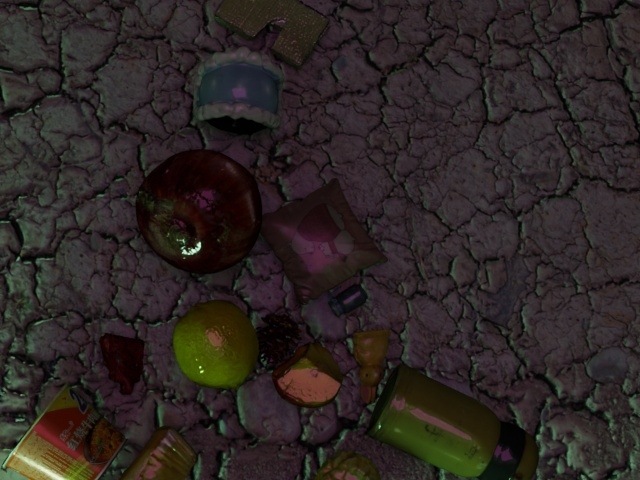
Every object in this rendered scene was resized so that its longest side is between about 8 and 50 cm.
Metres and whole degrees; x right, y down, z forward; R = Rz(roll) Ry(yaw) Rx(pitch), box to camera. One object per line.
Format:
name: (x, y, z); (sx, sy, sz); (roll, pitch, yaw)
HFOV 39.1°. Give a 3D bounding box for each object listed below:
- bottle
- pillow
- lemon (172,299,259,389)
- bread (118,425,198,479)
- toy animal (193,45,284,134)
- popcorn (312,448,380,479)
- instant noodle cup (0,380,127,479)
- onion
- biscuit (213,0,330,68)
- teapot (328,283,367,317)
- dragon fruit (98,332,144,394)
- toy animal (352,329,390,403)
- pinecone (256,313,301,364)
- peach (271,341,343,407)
bottle: (0.288, 0.408, 1.894); (0.351, 0.171, 0.171); (26, 77, -1)
pillow: (0.000, 0.000, 2.003); (0.223, 0.084, 0.236); (-31, 83, -12)
lemon: (-0.218, 0.222, 1.890); (0.178, 0.178, 0.203); (-25, 93, -9)
bread: (-0.361, 0.516, 1.825); (0.119, 0.152, 0.288); (34, 77, -2)
toy animal: (-0.183, -0.343, 2.033); (0.208, 0.156, 0.204); (7, 80, -7)
popcorn: (0.033, 0.522, 1.847); (0.195, 0.173, 0.168); (-5, 110, -6)
instant noodle cup: (-0.507, 0.419, 1.817); (0.174, 0.213, 0.213); (38, 77, -4)
onion: (-0.259, -0.058, 1.913); (0.276, 0.276, 0.276); (1, 77, -4)
biscuit: (-0.115, -0.520, 2.132); (0.250, 0.046, 0.147); (30, 78, 2)
teapot: (0.060, 0.130, 1.988); (0.083, 0.063, 0.049); (-32, 62, -10)
dragon fruit: (-0.431, 0.262, 1.920); (0.097, 0.063, 0.131); (3, 77, -4)
toy animal: (0.114, 0.275, 1.961); (0.083, 0.070, 0.159); (-1, 82, -6)
pinecone: (-0.094, 0.213, 1.947); (0.102, 0.102, 0.109); (17, 100, 0)
peach: (-0.027, 0.299, 1.917); (0.151, 0.118, 0.151); (27, 35, -21)
